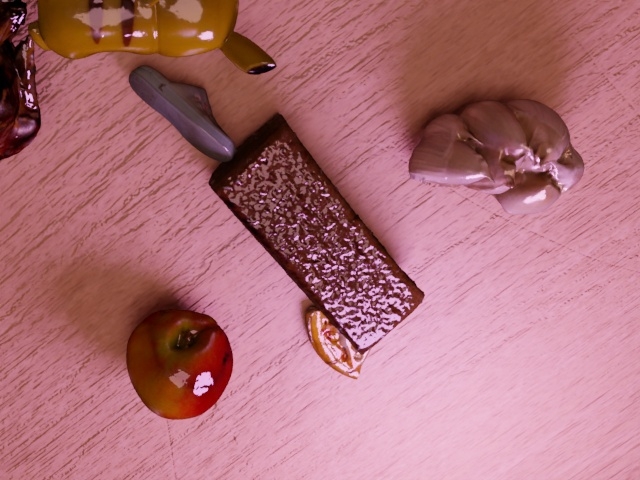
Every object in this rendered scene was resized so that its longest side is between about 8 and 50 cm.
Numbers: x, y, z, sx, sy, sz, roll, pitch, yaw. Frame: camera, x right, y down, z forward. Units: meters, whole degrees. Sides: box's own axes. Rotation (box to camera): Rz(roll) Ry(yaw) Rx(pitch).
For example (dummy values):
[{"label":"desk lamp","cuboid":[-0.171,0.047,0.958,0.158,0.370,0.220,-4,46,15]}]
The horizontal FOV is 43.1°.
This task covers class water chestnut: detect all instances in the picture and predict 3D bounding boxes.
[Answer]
[{"label":"water chestnut","cuboid":[-0.506,-0.222,1.070,0.244,0.289,0.289,-42,122,-26]}]

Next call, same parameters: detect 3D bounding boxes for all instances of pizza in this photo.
[{"label":"pizza","cuboid":[0.071,0.175,1.502,0.176,0.036,0.184,-21,119,-1]}]

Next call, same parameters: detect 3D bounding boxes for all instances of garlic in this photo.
[{"label":"garlic","cuboid":[0.296,-0.144,1.299,0.281,0.203,0.184,18,93,-15]}]

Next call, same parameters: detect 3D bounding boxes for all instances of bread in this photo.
[{"label":"bread","cuboid":[0.000,0.000,1.347,0.165,0.113,0.416,-38,115,2]}]

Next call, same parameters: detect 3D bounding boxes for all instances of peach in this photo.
[{"label":"peach","cuboid":[-0.240,0.215,1.382,0.197,0.197,0.197,-5,117,-9]}]

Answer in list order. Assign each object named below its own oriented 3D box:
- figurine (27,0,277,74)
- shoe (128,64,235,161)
[{"label":"figurine","cuboid":[-0.231,-0.339,1.104,0.327,0.169,0.218,-4,109,-13]},{"label":"shoe","cuboid":[-0.196,-0.205,1.228,0.195,0.079,0.078,37,69,-10]}]
